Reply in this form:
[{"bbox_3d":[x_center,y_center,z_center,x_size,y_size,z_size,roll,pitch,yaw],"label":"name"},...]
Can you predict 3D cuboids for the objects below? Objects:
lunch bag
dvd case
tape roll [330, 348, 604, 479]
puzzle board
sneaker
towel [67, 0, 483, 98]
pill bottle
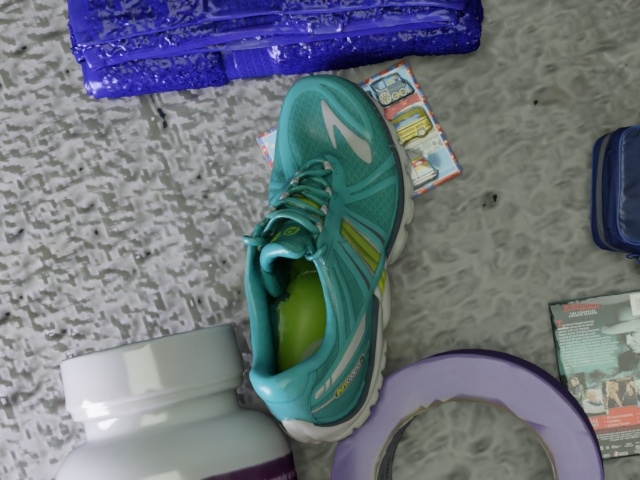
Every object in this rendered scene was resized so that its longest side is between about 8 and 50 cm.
[{"bbox_3d":[0.232,-0.032,1.011,0.067,0.065,0.098,4,87,-9],"label":"lunch bag"},{"bbox_3d":[0.217,0.098,1.032,0.087,0.013,0.119,-9,88,6],"label":"dvd case"},{"bbox_3d":[0.106,0.172,1.001,0.189,0.080,0.189,0,89,12],"label":"tape roll"},{"bbox_3d":[0.029,-0.064,1.062,0.128,0.011,0.096,-27,84,5],"label":"puzzle board"},{"bbox_3d":[0.000,0.000,0.976,0.107,0.110,0.275,-9,63,22],"label":"sneaker"},{"bbox_3d":[-0.040,-0.233,1.045,0.308,0.076,0.228,-6,88,6],"label":"towel"},{"bbox_3d":[-0.090,0.217,0.984,0.169,0.169,0.302,-12,86,6],"label":"pill bottle"}]
